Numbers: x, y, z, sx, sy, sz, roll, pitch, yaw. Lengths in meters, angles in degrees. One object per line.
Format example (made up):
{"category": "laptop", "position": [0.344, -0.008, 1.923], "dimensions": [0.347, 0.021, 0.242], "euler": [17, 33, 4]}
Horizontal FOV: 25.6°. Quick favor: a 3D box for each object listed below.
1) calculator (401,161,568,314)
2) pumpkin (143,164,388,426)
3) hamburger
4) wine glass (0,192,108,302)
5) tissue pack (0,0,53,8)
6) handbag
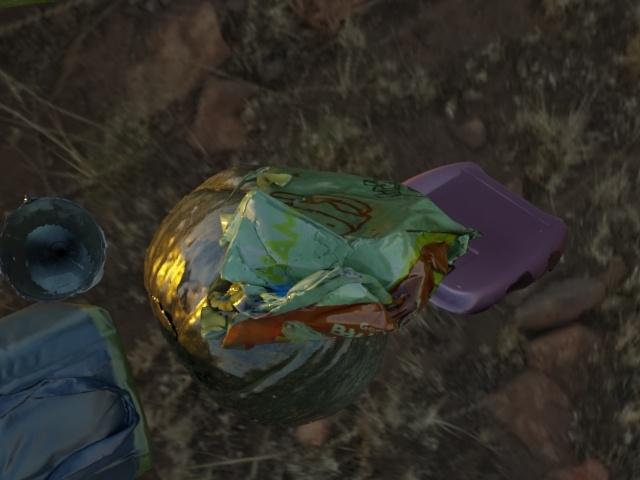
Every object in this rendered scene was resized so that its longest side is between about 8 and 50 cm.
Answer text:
{"category": "calculator", "position": [0.158, -0.009, 1.572], "dimensions": [0.194, 0.294, 0.043], "euler": [36, 126, 19]}
{"category": "pumpkin", "position": [-0.069, 0.069, 1.762], "dimensions": [0.257, 0.291, 0.328], "euler": [-39, 42, 18]}
{"category": "hamburger", "position": [-0.008, -0.003, 1.320], "dimensions": [0.276, 0.260, 0.150], "euler": [0, 111, 48]}
{"category": "wine glass", "position": [-0.294, 0.011, 1.595], "dimensions": [0.122, 0.183, 0.122], "euler": [0, 89, -3]}
{"category": "tissue pack", "position": [-0.367, -0.319, 1.246], "dimensions": [0.200, 0.274, 0.167], "euler": [-4, 79, 18]}
{"category": "handbag", "position": [-0.363, 0.222, 1.744], "dimensions": [0.241, 0.222, 0.263], "euler": [-23, 109, -33]}
